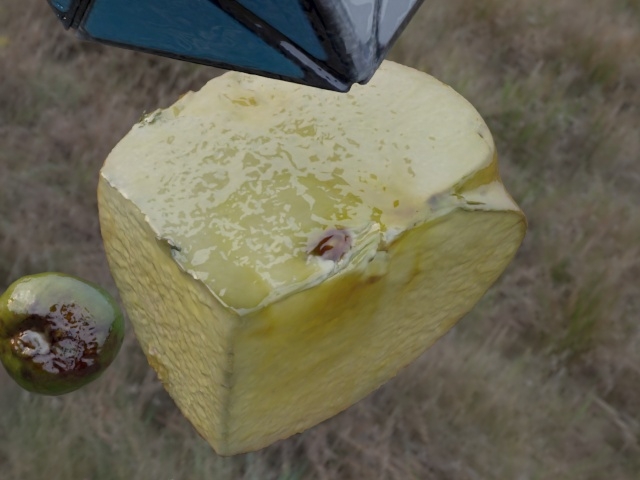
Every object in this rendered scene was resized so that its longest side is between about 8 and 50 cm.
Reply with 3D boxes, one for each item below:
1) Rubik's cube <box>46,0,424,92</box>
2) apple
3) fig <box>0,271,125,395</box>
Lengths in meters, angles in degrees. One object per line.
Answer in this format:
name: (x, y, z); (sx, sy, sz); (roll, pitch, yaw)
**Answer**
Rubik's cube: (-0.056, -0.272, 0.846); (0.259, 0.260, 0.255); (12, 57, 35)
apple: (0.000, 0.000, 1.186); (0.309, 0.252, 0.314); (-29, 102, -29)
fig: (-0.375, 0.130, 2.061); (0.181, 0.181, 0.191); (44, 27, 23)
